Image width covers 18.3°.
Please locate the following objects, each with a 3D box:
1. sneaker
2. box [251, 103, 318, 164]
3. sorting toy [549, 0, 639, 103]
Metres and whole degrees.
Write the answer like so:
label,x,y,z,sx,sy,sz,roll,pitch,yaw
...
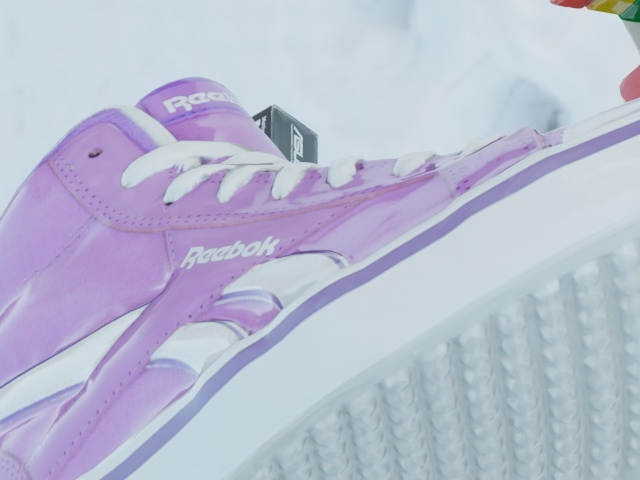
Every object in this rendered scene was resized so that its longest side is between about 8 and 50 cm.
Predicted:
label,x,y,z,sx,sy,sz,roll,pitch,yaw
sneaker,-0.001,0.000,0.494,0.282,0.102,0.161,-30,50,30
box,-0.081,0.043,1.074,0.184,0.045,0.190,-26,46,30
sorting toy,0.162,-0.117,0.528,0.257,0.089,0.255,-45,55,38
